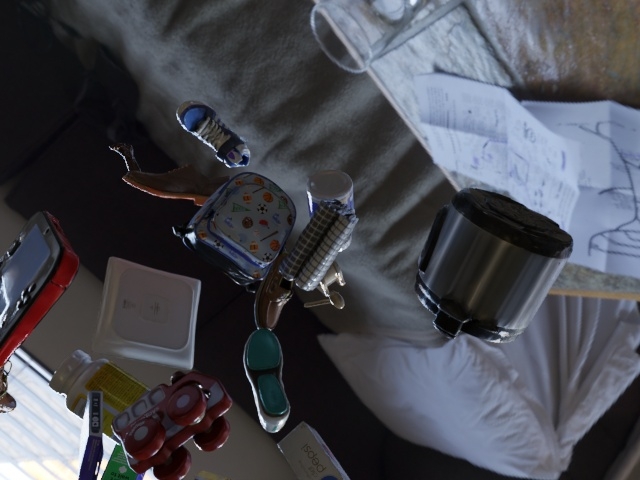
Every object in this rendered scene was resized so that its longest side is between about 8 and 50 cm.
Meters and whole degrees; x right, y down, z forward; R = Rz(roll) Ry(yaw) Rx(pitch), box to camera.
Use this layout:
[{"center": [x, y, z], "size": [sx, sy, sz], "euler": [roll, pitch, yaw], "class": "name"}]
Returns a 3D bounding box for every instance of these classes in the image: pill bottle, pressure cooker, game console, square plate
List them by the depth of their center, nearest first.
[{"center": [-0.699, 0.113, 1.256], "size": [0.060, 0.342, 0.386], "euler": [43, 173, -37], "class": "game console"}, {"center": [0.480, 0.098, 1.622], "size": [0.370, 0.420, 0.375], "euler": [12, -155, -20], "class": "pressure cooker"}, {"center": [-0.667, 0.494, 1.737], "size": [0.334, 0.188, 0.188], "euler": [35, 161, 0], "class": "pill bottle"}, {"center": [0.038, -0.094, 1.861], "size": [0.153, 0.153, 0.264], "euler": [30, 145, 31], "class": "pill bottle"}, {"center": [-0.572, 0.242, 1.884], "size": [0.344, 0.347, 0.049], "euler": [20, 143, -32], "class": "square plate"}]

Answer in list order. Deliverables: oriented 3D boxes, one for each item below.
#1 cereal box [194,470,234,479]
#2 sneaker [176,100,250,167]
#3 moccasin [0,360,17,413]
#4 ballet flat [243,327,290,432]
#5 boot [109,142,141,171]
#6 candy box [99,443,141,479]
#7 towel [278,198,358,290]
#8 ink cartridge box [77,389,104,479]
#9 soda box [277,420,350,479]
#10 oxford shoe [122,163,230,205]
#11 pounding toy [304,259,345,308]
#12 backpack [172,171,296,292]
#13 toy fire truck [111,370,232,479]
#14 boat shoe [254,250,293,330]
[{"center": [-0.327, 0.873, 1.753], "size": [0.173, 0.240, 0.047], "euler": [7, -179, 24], "class": "cereal box"}, {"center": [-0.394, -0.399, 2.159], "size": [0.236, 0.130, 0.323], "euler": [47, -174, 29], "class": "sneaker"}, {"center": [-1.211, 0.488, 2.016], "size": [0.139, 0.147, 0.380], "euler": [33, 145, 51], "class": "moccasin"}, {"center": [-0.189, 0.476, 1.881], "size": [0.139, 0.139, 0.400], "euler": [56, -172, -37], "class": "ballet flat"}, {"center": [-0.677, -0.279, 1.924], "size": [0.037, 0.106, 0.114], "euler": [-19, 87, 27], "class": "boot"}, {"center": [-0.669, 0.783, 1.931], "size": [0.122, 0.317, 0.268], "euler": [17, 146, -5], "class": "candy box"}, {"center": [0.000, 0.000, 1.554], "size": [0.121, 0.235, 0.284], "euler": [32, -170, 3], "class": "towel"}, {"center": [-0.631, 0.561, 1.519], "size": [0.045, 0.206, 0.208], "euler": [7, -148, -27], "class": "ink cartridge box"}, {"center": [0.008, 0.461, 1.067], "size": [0.216, 0.074, 0.069], "euler": [45, 173, 42], "class": "soda box"}, {"center": [-0.491, -0.208, 1.919], "size": [0.364, 0.132, 0.130], "euler": [11, -173, -15], "class": "oxford shoe"}, {"center": [-0.024, 0.114, 1.794], "size": [0.269, 0.155, 0.154], "euler": [37, 158, 56], "class": "pounding toy"}, {"center": [-0.196, -0.048, 1.464], "size": [0.276, 0.263, 0.213], "euler": [41, 145, -21], "class": "backpack"}, {"center": [-0.394, 0.460, 1.459], "size": [0.254, 0.302, 0.169], "euler": [37, 159, 50], "class": "toy fire truck"}, {"center": [-0.162, 0.190, 2.044], "size": [0.104, 0.307, 0.111], "euler": [6, 175, 29], "class": "boat shoe"}]
